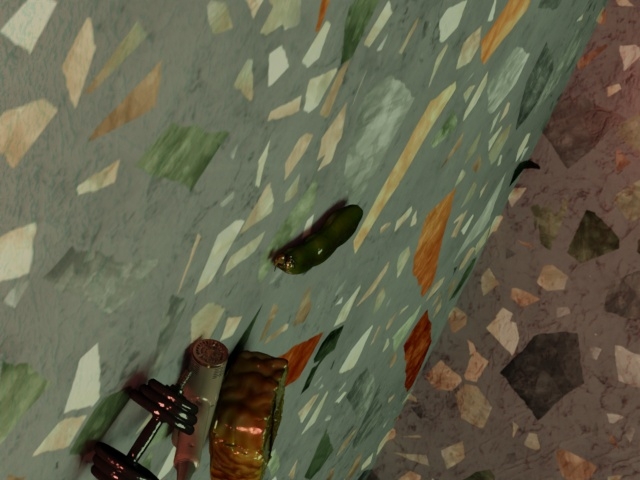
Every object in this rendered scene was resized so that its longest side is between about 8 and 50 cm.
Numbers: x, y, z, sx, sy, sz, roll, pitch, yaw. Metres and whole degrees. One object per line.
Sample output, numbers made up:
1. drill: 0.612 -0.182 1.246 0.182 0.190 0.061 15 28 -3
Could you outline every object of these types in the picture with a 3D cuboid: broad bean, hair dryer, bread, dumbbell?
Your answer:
1. broad bean: -0.001 0.004 1.816 0.254 0.046 0.065 -36 138 -51
2. hair dryer: -0.175 0.278 1.613 0.220 0.054 0.195 -88 -169 -49
3. bread: -0.113 0.285 1.825 0.222 0.096 0.181 98 8 -53
4. dumbbell: -0.224 0.254 1.501 0.208 0.099 0.099 -57 163 -8
